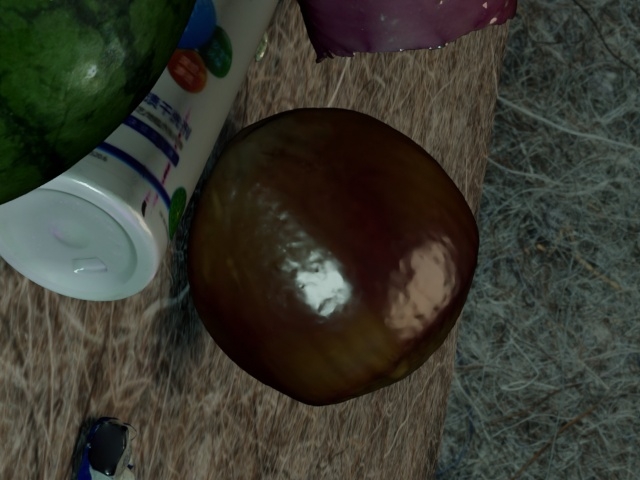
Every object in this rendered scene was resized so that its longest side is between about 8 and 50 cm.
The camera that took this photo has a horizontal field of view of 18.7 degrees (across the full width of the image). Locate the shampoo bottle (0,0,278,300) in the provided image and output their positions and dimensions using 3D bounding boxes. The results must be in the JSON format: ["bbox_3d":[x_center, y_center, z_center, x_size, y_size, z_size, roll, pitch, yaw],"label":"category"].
[{"bbox_3d":[-0.076,-0.108,1.000,0.092,0.092,0.303,89,18,-48],"label":"shampoo bottle"}]

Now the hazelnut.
[{"bbox_3d":[0.000,0.000,1.306,0.208,0.208,0.208,12,90,-79],"label":"hazelnut"}]

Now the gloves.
[{"bbox_3d":[-0.128,0.139,1.174,0.086,0.026,0.064,77,28,-75],"label":"gloves"}]

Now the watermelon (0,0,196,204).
[{"bbox_3d":[-0.122,-0.099,0.534,0.215,0.188,0.188,78,26,-79],"label":"watermelon"}]

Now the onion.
[{"bbox_3d":[0.046,-0.215,1.310,0.207,0.200,0.200,-18,120,-63],"label":"onion"}]
